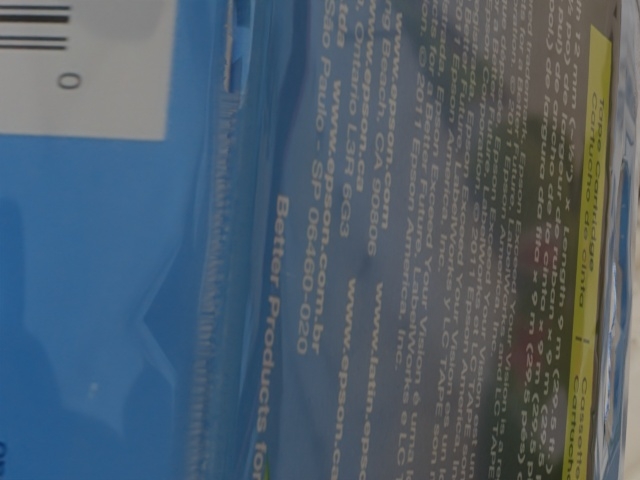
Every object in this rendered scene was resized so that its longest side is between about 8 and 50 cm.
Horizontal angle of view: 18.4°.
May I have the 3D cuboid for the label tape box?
[{"bbox_3d":[0.000,0.000,0.532,0.115,0.249,0.347,2,-6,20],"label":"label tape box"}]
